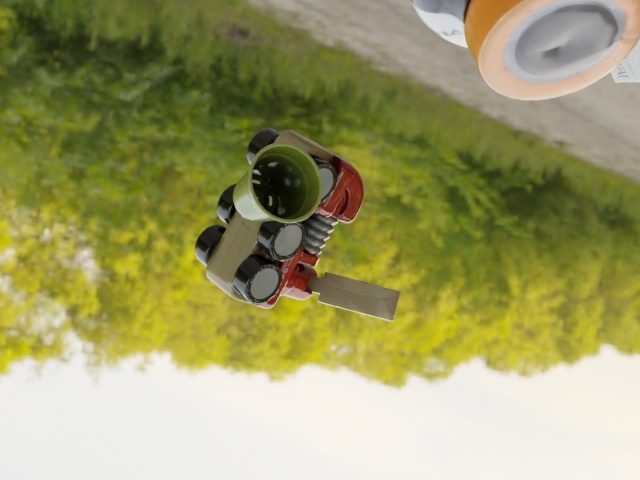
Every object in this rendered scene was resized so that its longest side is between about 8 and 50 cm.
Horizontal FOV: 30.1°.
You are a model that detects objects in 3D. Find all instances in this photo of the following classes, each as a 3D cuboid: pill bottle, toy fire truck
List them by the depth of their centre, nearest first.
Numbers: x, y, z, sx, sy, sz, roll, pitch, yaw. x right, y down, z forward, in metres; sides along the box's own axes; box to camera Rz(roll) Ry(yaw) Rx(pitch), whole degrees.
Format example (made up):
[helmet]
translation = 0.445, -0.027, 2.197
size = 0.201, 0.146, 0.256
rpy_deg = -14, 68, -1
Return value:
[pill bottle]
translation = 0.095, -0.195, 0.654
size = 0.130, 0.246, 0.130
rpy_deg = -10, 147, -7
[toy fire truck]
translation = 0.000, 0.000, 1.546
size = 0.158, 0.217, 0.246
rpy_deg = 34, -172, 40

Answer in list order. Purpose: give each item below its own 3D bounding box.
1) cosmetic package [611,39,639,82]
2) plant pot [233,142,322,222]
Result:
[cosmetic package]
translation = 0.519, -0.309, 1.456
size = 0.365, 0.155, 0.197
rpy_deg = 4, 147, 41
[plant pot]
translation = -0.053, -0.051, 1.232
size = 0.083, 0.083, 0.079
rpy_deg = 10, 164, -27
